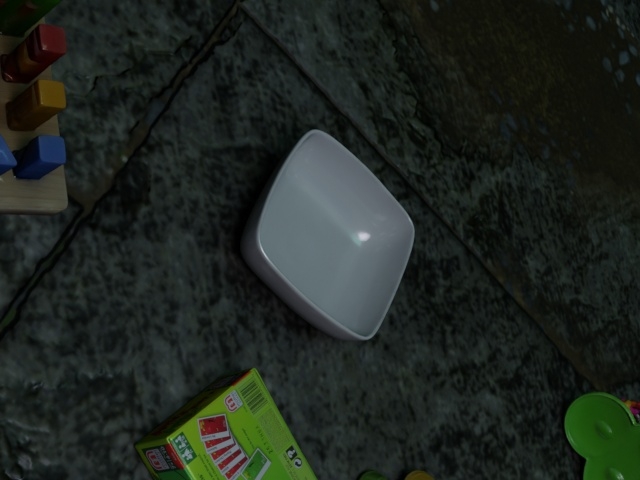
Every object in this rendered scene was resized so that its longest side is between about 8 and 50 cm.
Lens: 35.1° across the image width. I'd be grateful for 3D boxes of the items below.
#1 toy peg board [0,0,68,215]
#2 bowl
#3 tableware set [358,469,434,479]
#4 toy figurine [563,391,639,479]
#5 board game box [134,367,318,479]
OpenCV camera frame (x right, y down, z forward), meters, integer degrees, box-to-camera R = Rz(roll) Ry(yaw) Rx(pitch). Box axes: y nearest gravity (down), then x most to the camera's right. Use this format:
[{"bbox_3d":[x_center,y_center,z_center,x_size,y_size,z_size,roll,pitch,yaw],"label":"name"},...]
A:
[{"bbox_3d":[-0.225,-0.104,0.624,0.161,0.079,0.160,0,75,-42],"label":"toy peg board"},{"bbox_3d":[0.000,0.000,0.814,0.142,0.053,0.142,44,50,-24],"label":"bowl"},{"bbox_3d":[0.088,0.243,0.832,0.154,0.024,0.104,19,60,-36],"label":"tableware set"},{"bbox_3d":[0.341,0.214,1.038,0.173,0.130,0.159,51,28,16],"label":"toy figurine"},{"bbox_3d":[-0.043,0.192,0.712,0.092,0.043,0.181,-36,100,-43],"label":"board game box"}]
